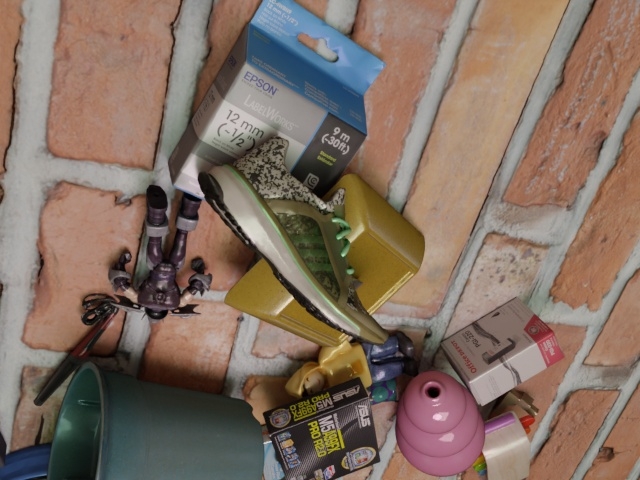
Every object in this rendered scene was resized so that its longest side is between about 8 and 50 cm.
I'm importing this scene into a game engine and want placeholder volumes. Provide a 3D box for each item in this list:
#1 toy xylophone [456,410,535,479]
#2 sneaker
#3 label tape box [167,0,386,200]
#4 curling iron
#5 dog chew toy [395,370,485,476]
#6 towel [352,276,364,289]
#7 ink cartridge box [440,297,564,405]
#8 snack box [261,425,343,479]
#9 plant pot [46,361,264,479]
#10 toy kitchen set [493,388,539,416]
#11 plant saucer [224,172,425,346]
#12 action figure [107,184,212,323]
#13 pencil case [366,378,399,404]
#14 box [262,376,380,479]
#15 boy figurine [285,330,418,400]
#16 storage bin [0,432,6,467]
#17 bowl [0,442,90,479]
[{"bbox_3d":[0.433,0.560,1.597,0.236,0.081,0.322,-17,137,-9],"label":"toy xylophone"},{"bbox_3d":[0.000,0.000,1.007,0.182,0.158,0.410,-44,105,-9],"label":"sneaker"},{"bbox_3d":[-0.063,-0.200,1.062,0.249,0.115,0.347,26,109,-28],"label":"label tape box"},{"bbox_3d":[-0.472,0.209,1.199,0.068,0.035,0.274,30,105,-24],"label":"curling iron"},{"bbox_3d":[0.260,0.394,1.394,0.207,0.206,0.331,-25,142,-4],"label":"dog chew toy"},{"bbox_3d":[0.037,0.096,1.141,0.083,0.009,0.060,-45,143,9],"label":"towel"},{"bbox_3d":[0.406,0.249,1.424,0.218,0.158,0.092,-32,119,1],"label":"ink cartridge box"},{"bbox_3d":[-0.043,0.558,1.507,0.187,0.060,0.321,-13,120,-11],"label":"snack box"},{"bbox_3d":[-0.312,0.422,1.214,0.334,0.341,0.341,14,112,-33],"label":"plant pot"},{"bbox_3d":[0.506,0.432,1.612,0.075,0.083,0.068,-59,159,17],"label":"toy kitchen set"},{"bbox_3d":[0.039,0.074,1.196,0.333,0.081,0.333,-44,142,9],"label":"plant saucer"},{"bbox_3d":[-0.280,0.039,1.137,0.186,0.099,0.284,3,120,-27],"label":"action figure"},{"bbox_3d":[0.101,0.353,1.440,0.152,0.064,0.070,-9,156,-12],"label":"pencil case"},{"bbox_3d":[0.010,0.427,1.352,0.216,0.060,0.270,-18,133,-8],"label":"box"},{"bbox_3d":[0.062,0.273,1.362,0.285,0.092,0.177,-11,100,-16],"label":"boy figurine"},{"bbox_3d":[-0.679,0.413,1.216,0.135,0.098,0.091,-14,131,-10],"label":"storage bin"},{"bbox_3d":[-0.576,0.610,1.359,0.392,0.077,0.390,-7,119,-13],"label":"bowl"}]
